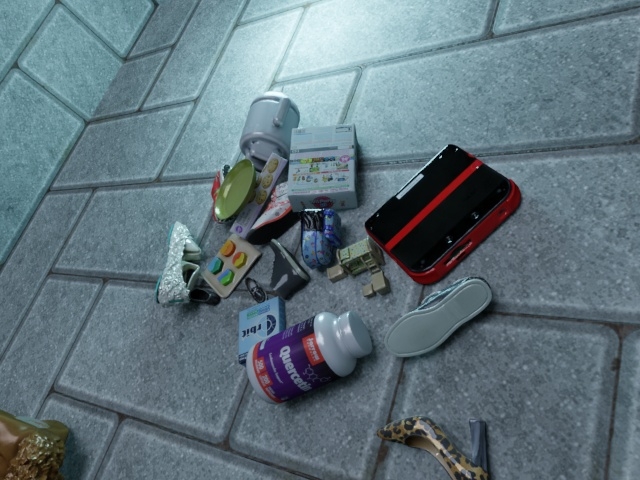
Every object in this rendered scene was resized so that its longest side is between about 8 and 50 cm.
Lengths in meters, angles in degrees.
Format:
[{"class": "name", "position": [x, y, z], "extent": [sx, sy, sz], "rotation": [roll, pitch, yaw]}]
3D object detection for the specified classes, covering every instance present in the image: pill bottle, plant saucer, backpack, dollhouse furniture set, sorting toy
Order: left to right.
[{"class": "sorting toy", "position": [-0.328, 0.083, 2.046], "extent": [0.208, 0.038, 0.193], "rotation": [-50, 44, -4]}, {"class": "plant saucer", "position": [-0.301, -0.181, 2.065], "extent": [0.241, 0.037, 0.240], "rotation": [-31, 46, 39]}, {"class": "pill bottle", "position": [-0.030, 0.312, 1.556], "extent": [0.323, 0.181, 0.181], "rotation": [-28, 47, 19]}, {"class": "backpack", "position": [0.000, 0.000, 1.781], "extent": [0.117, 0.158, 0.173], "rotation": [-3, 71, 15]}, {"class": "dollhouse furniture set", "position": [0.093, 0.101, 1.670], "extent": [0.182, 0.101, 0.160], "rotation": [-26, 48, 20]}]

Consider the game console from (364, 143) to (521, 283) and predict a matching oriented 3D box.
[{"class": "game console", "position": [0.344, -0.084, 1.656], "extent": [0.386, 0.060, 0.342], "rotation": [-43, 39, 3]}]

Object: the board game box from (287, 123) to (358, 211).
[{"class": "board game box", "position": [0.012, -0.250, 1.932], "extent": [0.224, 0.097, 0.303], "rotation": [-3, 55, 9]}]

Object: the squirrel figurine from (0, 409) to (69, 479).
[{"class": "squirrel figurine", "position": [-1.012, 0.800, 1.895], "extent": [0.397, 0.281, 0.370], "rotation": [7, 71, 43]}]

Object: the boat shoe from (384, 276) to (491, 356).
[{"class": "boat shoe", "position": [0.301, 0.196, 1.459], "extent": [0.303, 0.091, 0.114], "rotation": [-31, 90, 14]}]

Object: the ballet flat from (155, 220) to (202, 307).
[{"class": "ballet flat", "position": [-0.508, 0.091, 2.118], "extent": [0.147, 0.147, 0.408], "rotation": [-25, 39, 21]}]

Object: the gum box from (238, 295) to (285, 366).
[{"class": "gum box", "position": [-0.183, 0.285, 1.791], "extent": [0.157, 0.041, 0.184], "rotation": [-24, 48, 22]}]

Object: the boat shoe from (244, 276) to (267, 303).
[{"class": "boat shoe", "position": [-0.218, 0.166, 1.904], "extent": [0.046, 0.038, 0.125], "rotation": [-41, 44, 6]}]

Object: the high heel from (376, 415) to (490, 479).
[{"class": "high heel", "position": [0.244, 0.495, 1.277], "extent": [0.261, 0.093, 0.186], "rotation": [-8, 49, 22]}]

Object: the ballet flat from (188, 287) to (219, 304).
[{"class": "ballet flat", "position": [-0.427, 0.193, 2.034], "extent": [0.173, 0.049, 0.057], "rotation": [3, 62, 39]}]

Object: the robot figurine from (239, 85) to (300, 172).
[{"class": "robot figurine", "position": [-0.191, -0.426, 2.187], "extent": [0.300, 0.200, 0.353], "rotation": [-38, 35, 53]}]

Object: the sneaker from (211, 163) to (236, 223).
[{"class": "sneaker", "position": [-0.381, -0.167, 2.243], "extent": [0.118, 0.107, 0.278], "rotation": [-37, 40, 39]}]

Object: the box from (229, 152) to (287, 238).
[{"class": "box", "position": [-0.221, -0.161, 2.053], "extent": [0.323, 0.067, 0.063], "rotation": [-60, 5, 5]}]

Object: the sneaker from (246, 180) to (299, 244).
[{"class": "sneaker", "position": [-0.158, -0.103, 2.016], "extent": [0.270, 0.090, 0.145], "rotation": [-36, 44, 6]}]

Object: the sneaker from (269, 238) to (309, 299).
[{"class": "sneaker", "position": [-0.137, 0.089, 1.866], "extent": [0.118, 0.083, 0.222], "rotation": [-45, 45, 3]}]
